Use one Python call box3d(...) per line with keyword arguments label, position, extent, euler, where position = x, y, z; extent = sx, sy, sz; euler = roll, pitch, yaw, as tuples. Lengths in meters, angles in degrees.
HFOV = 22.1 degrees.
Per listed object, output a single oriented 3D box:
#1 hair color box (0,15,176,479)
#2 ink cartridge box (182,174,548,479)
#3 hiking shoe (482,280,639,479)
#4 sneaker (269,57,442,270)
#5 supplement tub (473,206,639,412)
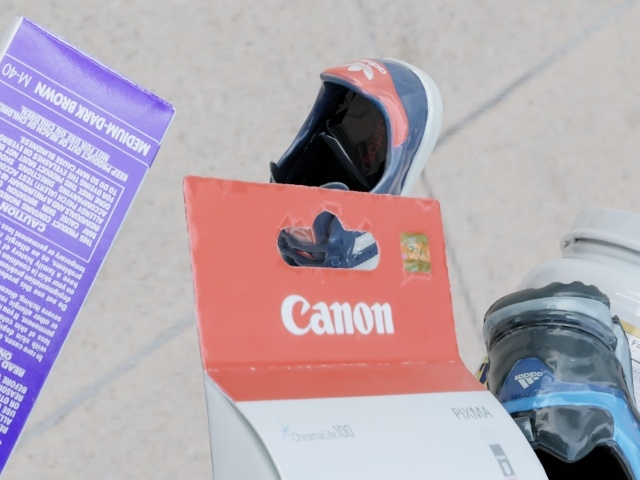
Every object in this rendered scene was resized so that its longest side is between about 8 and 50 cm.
box3d(label="hair color box", position=(-0.214, 0.065, 0.878), extent=(0.110, 0.185, 0.338), euler=(32, 68, -18))
box3d(label="ink cartridge box", position=(0.031, 0.089, 0.692), extent=(0.189, 0.066, 0.232), euler=(4, 83, -52))
box3d(label="hiking shoe", position=(0.181, 0.166, 1.045), extent=(0.304, 0.113, 0.132), euler=(50, 37, -33))
box3d(label="sneaker", position=(0.000, 0.000, 1.492), extent=(0.148, 0.131, 0.350), euler=(1, 103, -60))
box3d(label="supplement tub", position=(0.231, 0.154, 1.356), extent=(0.228, 0.228, 0.316), euler=(38, 76, -40))
